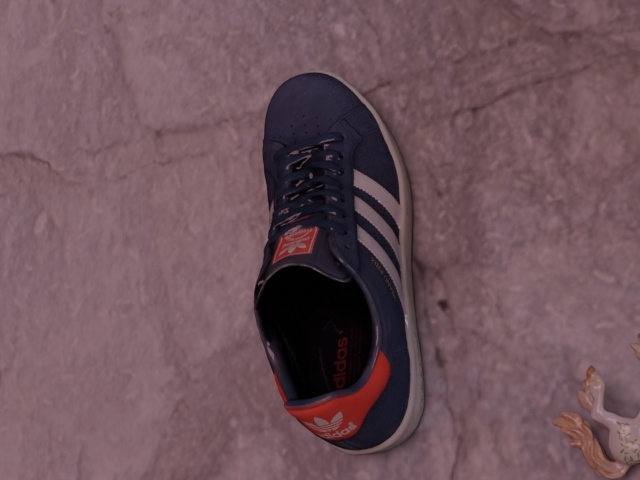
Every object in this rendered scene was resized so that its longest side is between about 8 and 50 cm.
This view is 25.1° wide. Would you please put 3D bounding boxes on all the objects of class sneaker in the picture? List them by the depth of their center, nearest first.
[{"bbox_3d":[0.000,0.000,1.201,0.131,0.148,0.350,-22,66,23],"label":"sneaker"}]

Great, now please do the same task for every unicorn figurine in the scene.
[{"bbox_3d":[0.261,0.124,1.079,0.162,0.060,0.111,-46,58,30],"label":"unicorn figurine"}]
